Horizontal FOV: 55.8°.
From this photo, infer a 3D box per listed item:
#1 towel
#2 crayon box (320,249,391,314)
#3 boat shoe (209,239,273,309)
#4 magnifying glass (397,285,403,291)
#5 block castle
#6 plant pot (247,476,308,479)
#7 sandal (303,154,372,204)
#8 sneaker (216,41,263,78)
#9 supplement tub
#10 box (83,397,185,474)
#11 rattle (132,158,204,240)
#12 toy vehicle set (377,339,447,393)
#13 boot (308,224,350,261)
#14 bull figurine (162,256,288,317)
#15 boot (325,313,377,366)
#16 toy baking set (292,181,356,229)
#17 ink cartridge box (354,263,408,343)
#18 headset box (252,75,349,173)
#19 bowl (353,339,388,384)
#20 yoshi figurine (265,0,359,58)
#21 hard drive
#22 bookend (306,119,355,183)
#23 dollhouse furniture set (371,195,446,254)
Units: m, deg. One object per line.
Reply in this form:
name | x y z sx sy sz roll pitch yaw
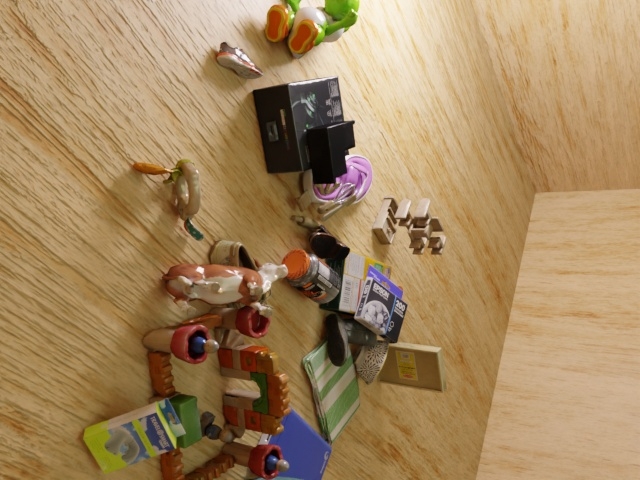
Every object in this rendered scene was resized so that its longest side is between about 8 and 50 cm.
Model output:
towel | 0.046 0.475 2.009 0.248 0.038 0.324 -37 118 -51
crayon box | 0.127 0.158 2.083 0.323 0.083 0.203 22 72 -53
boat shoe | -0.197 0.124 1.597 0.104 0.089 0.285 -56 133 -40
magnifying glass | 0.255 0.252 2.183 0.231 0.026 0.092 -57 141 -43
block castle | -0.228 0.394 1.446 0.303 0.213 0.452 -14 101 -55
plant pot | -0.126 0.713 1.578 0.166 0.234 0.165 1 90 -55
sandal | 0.091 -0.191 2.008 0.416 0.102 0.169 -23 109 -54
sneaker | -0.208 -0.482 1.608 0.158 0.061 0.064 17 70 -55
supplement tub | -0.030 0.106 1.820 0.190 0.117 0.116 41 57 -47
box | -0.386 0.409 1.264 0.042 0.178 0.109 -117 -171 -65
rattle | -0.346 -0.083 1.400 0.143 0.130 0.199 -21 134 -43
toy vehicle set | 0.322 0.457 2.209 0.035 0.267 0.165 -30 116 -51
boot | 0.000 0.000 1.870 0.082 0.106 0.219 -52 149 5
bull figurine | -0.211 0.109 1.432 0.311 0.188 0.101 -1 105 -24
boot | 0.109 0.334 2.005 0.209 0.076 0.189 26 53 -49
toy baking set | 0.021 -0.113 1.885 0.196 0.030 0.256 -51 146 9
ink cartridge box | 0.216 0.217 2.067 0.206 0.045 0.208 37 58 -35
headset box | -0.054 -0.339 1.768 0.283 0.131 0.246 -31 116 -52
bowl | 0.165 0.412 2.119 0.170 0.080 0.170 -64 -176 9
yoshi figurine | 0.002 -0.677 1.802 0.362 0.203 0.203 -41 116 -52
hard drive | -0.081 0.651 1.816 0.318 0.040 0.210 56 47 -40
bookend | 0.040 -0.255 1.729 0.157 0.072 0.156 -30 117 -52
dollhouse furniture set | 0.339 -0.075 2.251 0.212 0.242 0.161 57 46 -40
